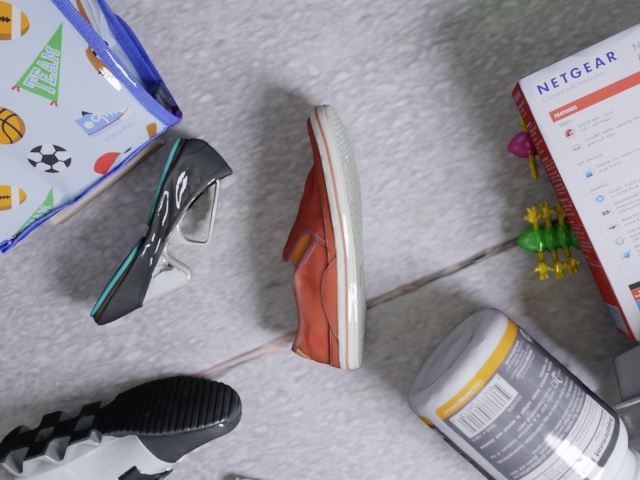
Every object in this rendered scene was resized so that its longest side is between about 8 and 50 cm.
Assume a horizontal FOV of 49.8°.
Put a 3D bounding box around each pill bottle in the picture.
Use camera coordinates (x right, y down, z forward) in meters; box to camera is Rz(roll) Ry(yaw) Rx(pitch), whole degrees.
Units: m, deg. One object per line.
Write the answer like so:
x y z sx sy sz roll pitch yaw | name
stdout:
0.254 0.225 0.819 0.278 0.162 0.162 42 100 1 | pill bottle

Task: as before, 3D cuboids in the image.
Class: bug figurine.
0.337 -0.072 0.815 0.216 0.072 0.279 -7 94 10 | bug figurine

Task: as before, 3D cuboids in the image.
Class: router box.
0.419 -0.098 0.714 0.335 0.082 0.301 -23 87 11 | router box

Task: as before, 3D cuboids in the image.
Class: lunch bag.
-0.397 -0.201 0.786 0.328 0.239 0.385 -34 114 8 | lunch bag

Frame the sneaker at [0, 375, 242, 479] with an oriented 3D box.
-0.249 0.286 0.930 0.330 0.122 0.146 -15 112 8 | sneaker

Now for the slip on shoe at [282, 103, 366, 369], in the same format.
0.000 0.000 0.854 0.101 0.123 0.331 0 101 12 | slip on shoe

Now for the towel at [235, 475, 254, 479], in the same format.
-0.054 0.393 0.953 0.152 0.023 0.113 11 100 4 | towel

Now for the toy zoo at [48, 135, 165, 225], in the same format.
-0.368 -0.193 0.922 0.192 0.030 0.293 -35 91 10 | toy zoo

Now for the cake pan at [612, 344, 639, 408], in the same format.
0.444 0.104 0.732 0.293 0.293 0.054 -24 70 10 | cake pan

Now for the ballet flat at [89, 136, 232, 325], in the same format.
-0.199 0.004 0.893 0.096 0.095 0.280 27 99 -8 | ballet flat
